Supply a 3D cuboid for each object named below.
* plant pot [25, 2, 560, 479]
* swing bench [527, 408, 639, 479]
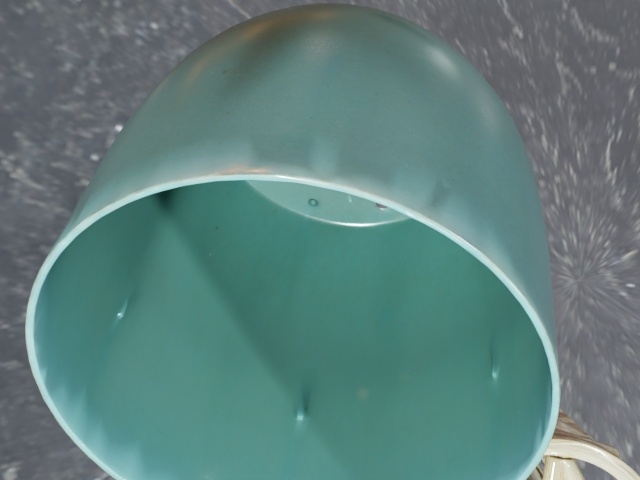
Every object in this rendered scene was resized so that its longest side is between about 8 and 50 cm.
[{"bbox_3d":[0.000,0.000,1.012,0.293,0.235,0.293,6,132,6],"label":"plant pot"},{"bbox_3d":[0.196,0.249,1.616,0.165,0.253,0.254,-14,107,-10],"label":"swing bench"}]
